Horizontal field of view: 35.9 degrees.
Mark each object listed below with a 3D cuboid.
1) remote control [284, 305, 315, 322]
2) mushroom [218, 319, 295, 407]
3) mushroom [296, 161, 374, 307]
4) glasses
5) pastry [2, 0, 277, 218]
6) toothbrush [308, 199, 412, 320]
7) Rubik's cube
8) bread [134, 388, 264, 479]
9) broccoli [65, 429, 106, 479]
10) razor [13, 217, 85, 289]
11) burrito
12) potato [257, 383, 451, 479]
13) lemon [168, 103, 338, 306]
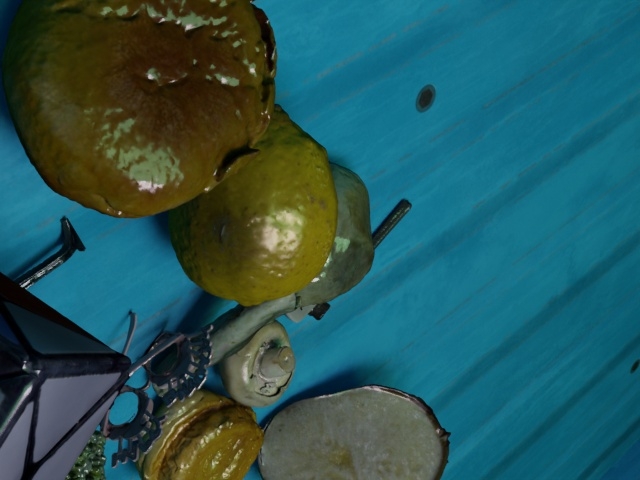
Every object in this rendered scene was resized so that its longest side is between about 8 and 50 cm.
[{"bbox_3d":[-0.002,0.065,1.796,0.190,0.029,0.087,-45,141,-16],"label":"remote control"},{"bbox_3d":[-0.102,0.211,1.696,0.154,0.122,0.154,4,84,-52],"label":"mushroom"},{"bbox_3d":[0.002,-0.008,1.638,0.267,0.164,0.189,-27,135,-34],"label":"mushroom"},{"bbox_3d":[-0.264,0.215,1.498,0.255,0.162,0.095,-53,140,-7],"label":"glasses"},{"bbox_3d":[-0.211,-0.196,1.203,0.356,0.164,0.356,-4,98,-34],"label":"pastry"},{"bbox_3d":[0.079,0.034,1.868,0.297,0.030,0.030,-49,168,-14],"label":"toothbrush"},{"bbox_3d":[-0.443,0.185,1.091,0.310,0.305,0.307,-58,169,-3],"label":"Rubik's cube"},{"bbox_3d":[-0.206,0.355,1.695,0.236,0.120,0.198,28,95,-53],"label":"bread"},{"bbox_3d":[-0.437,0.353,1.408,0.245,0.248,0.288,32,90,-12],"label":"broccoli"},{"bbox_3d":[-0.399,0.051,1.332,0.190,0.033,0.066,-40,139,-21],"label":"razor"},{"bbox_3d":[-0.149,0.151,1.574,0.309,0.066,0.096,-37,176,16],"label":"burrito"},{"bbox_3d":[0.061,0.472,2.005,0.397,0.290,0.296,-17,159,-18],"label":"potato"},{"bbox_3d":[-0.097,-0.050,1.429,0.253,0.253,0.310,-15,122,-43],"label":"lemon"}]
